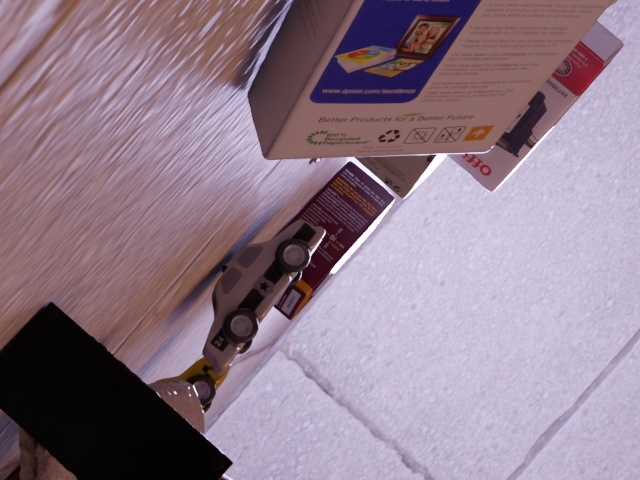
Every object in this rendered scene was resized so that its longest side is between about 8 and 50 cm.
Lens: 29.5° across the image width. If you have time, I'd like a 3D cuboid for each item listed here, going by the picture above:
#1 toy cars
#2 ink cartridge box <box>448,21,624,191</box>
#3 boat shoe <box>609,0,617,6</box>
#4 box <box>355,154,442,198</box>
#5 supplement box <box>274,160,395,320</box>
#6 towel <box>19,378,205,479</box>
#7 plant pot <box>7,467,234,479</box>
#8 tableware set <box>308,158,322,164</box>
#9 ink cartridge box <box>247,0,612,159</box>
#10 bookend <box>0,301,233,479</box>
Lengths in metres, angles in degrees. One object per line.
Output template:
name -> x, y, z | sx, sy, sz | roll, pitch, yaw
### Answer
toy cars -> -0.134, 0.123, 1.348 | 0.393, 0.087, 0.176 | -55, 178, 25
ink cartridge box -> 0.234, -0.205, 1.539 | 0.237, 0.172, 0.100 | -52, 174, 37
boat shoe -> 0.254, -0.297, 1.272 | 0.121, 0.119, 0.335 | 3, -140, 50
box -> 0.140, -0.170, 1.422 | 0.113, 0.094, 0.275 | -45, 175, -30
supplement box -> 0.000, 0.000, 1.571 | 0.188, 0.081, 0.104 | -47, 175, -26
towel -> -0.159, 0.255, 0.969 | 0.049, 0.282, 0.187 | -8, 172, 33
plant pot -> -0.228, 0.335, 1.201 | 0.267, 0.236, 0.267 | -43, 172, -47
tableware set -> 0.044, -0.144, 1.203 | 0.141, 0.020, 0.168 | -46, 176, -16
ink cartridge box -> 0.096, -0.168, 0.692 | 0.176, 0.069, 0.371 | -4, 155, -25
bookend -> -0.144, 0.131, 0.833 | 0.072, 0.156, 0.157 | -48, 176, -14
